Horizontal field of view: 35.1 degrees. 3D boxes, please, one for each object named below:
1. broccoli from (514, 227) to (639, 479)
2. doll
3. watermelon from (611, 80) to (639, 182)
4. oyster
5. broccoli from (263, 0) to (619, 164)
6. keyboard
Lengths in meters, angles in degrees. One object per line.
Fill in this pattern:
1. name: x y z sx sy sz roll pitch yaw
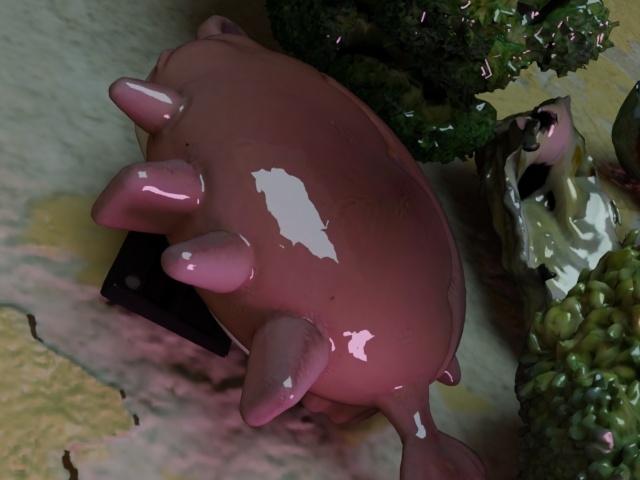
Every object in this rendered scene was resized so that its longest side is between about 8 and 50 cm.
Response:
1. broccoli: 0.185 0.094 0.439 0.226 0.176 0.198 2 58 -10
2. doll: 0.000 0.000 0.444 0.211 0.093 0.262 0 57 -57
3. watermelon: 0.286 -0.044 0.786 0.187 0.071 0.139 18 45 -38
4. oyster: 0.132 -0.010 0.611 0.133 0.072 0.209 22 53 -43
5. broccoli: 0.083 -0.193 0.587 0.275 0.308 0.308 -3 39 6
6. keyboard: -0.053 -0.022 0.506 0.063 0.010 0.198 31 35 -12
